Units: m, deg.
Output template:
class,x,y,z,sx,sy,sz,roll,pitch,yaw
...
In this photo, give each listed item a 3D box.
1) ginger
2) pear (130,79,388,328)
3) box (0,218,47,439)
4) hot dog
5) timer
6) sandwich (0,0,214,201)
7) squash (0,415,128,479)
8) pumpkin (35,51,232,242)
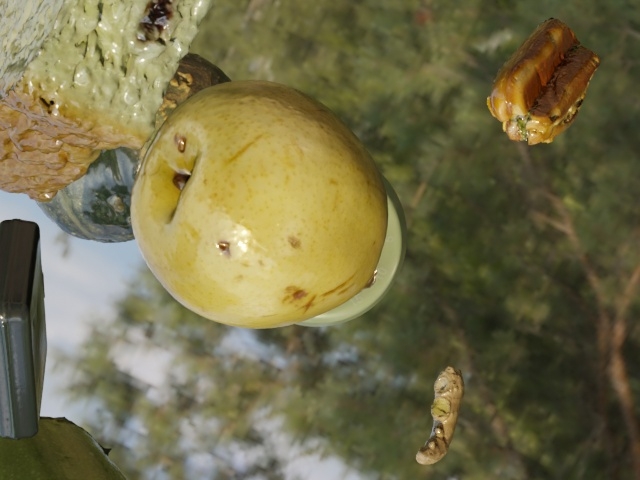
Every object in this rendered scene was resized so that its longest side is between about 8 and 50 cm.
class,x,y,z,sx,sy,sz,roll,pitch,yaw
ginger,0.201,0.290,2.292,0.051,0.173,0.069,4,155,23
pear,-0.070,-0.041,1.716,0.309,0.309,0.309,25,-166,-6
box,-0.347,0.105,1.612,0.050,0.230,0.160,1,-136,-6
hot dog,0.282,-0.198,1.752,0.115,0.072,0.269,42,-143,2
timer,0.000,0.000,2.115,0.291,0.290,0.315,25,-179,-3
sandwich,-0.191,-0.192,1.172,0.131,0.262,0.325,22,161,-24
squash,-0.337,0.413,1.812,0.263,0.263,0.384,18,-172,-29
pumpkin,-0.267,-0.136,2.074,0.328,0.257,0.291,-13,-161,24
